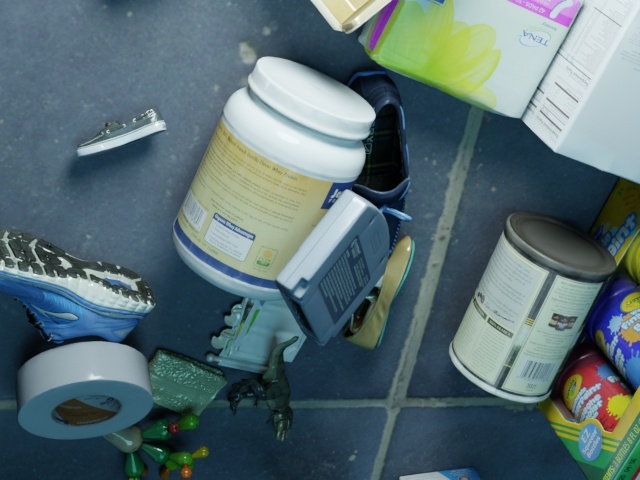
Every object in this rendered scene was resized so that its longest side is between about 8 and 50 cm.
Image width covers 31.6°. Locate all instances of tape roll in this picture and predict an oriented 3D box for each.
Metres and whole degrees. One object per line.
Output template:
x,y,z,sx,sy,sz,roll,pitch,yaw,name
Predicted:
-0.388,0.249,1.862,0.219,0.072,0.219,-9,148,-6,tape roll

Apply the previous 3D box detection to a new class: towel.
-0.248,0.253,1.986,0.148,0.027,0.110,28,108,-29,towel

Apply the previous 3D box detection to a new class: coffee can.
0.368,0.117,1.992,0.201,0.201,0.275,10,117,-23,coffee can

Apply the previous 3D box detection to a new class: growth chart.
-0.083,0.141,1.973,0.172,0.021,0.237,24,111,-28,growth chart

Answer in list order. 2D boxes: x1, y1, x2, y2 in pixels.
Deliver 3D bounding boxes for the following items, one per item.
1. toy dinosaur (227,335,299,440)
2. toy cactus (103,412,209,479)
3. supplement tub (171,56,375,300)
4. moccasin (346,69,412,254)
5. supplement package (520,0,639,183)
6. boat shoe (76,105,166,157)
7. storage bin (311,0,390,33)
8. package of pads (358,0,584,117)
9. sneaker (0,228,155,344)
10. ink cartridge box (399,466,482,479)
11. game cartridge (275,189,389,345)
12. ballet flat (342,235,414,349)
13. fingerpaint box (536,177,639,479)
-0.101,0.264,2.006,0.118,0.064,0.268,-13,137,-16,toy dinosaur
-0.308,0.377,2.005,0.180,0.112,0.219,30,124,-16,toy cactus
-0.070,-0.093,1.709,0.228,0.228,0.316,16,115,-25,supplement tub
0.078,-0.100,1.818,0.137,0.117,0.342,-14,125,-9,moccasin
0.468,-0.264,1.792,0.199,0.198,0.263,16,114,-26,supplement package
-0.304,-0.162,1.709,0.142,0.049,0.040,-20,91,-3,boat shoe
0.046,-0.460,1.533,0.260,0.123,0.262,-39,102,8,storage bin
0.229,-0.332,1.734,0.296,0.101,0.229,17,113,-24,package of pads
-0.429,0.092,1.771,0.330,0.130,0.147,23,109,-28,sneaker
0.260,0.593,2.229,0.171,0.233,0.168,-4,122,-16,ink cartridge box
0.028,0.041,1.735,0.198,0.062,0.297,-55,162,-13,game cartridge
0.097,0.091,1.969,0.073,0.080,0.232,13,116,-11,ballet flat
0.565,0.175,1.986,0.163,0.371,0.445,13,116,-24,fingerpaint box
